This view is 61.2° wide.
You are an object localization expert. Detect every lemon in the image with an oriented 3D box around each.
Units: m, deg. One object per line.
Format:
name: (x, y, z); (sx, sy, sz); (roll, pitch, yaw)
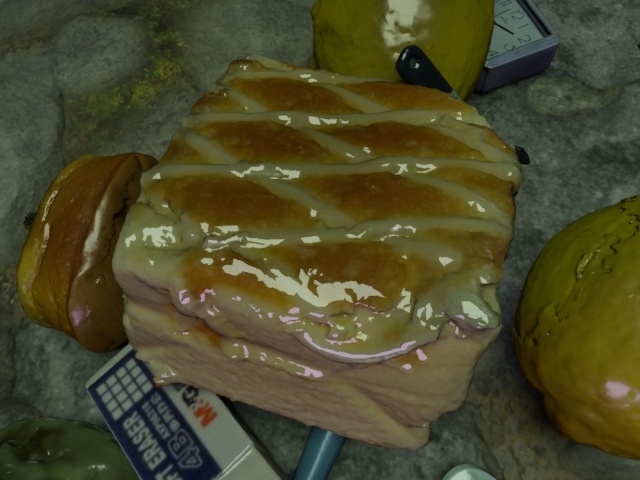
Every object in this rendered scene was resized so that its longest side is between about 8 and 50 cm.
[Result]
lemon: (0.118, -0.298, 0.799); (0.286, 0.285, 0.316); (2, 111, 3)
lemon: (0.371, 0.097, 0.620); (0.297, 0.297, 0.297); (-1, 68, 2)

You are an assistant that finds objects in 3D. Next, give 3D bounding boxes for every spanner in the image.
spanner: (0.203, -0.156, 0.737); (0.087, 0.316, 0.024); (-53, 37, 2)

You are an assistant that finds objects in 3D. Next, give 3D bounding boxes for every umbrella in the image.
umbrella: (-0.434, -0.019, 0.841); (0.083, 0.020, 0.031); (38, 75, 10)

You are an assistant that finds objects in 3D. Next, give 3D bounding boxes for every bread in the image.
bread: (-0.282, 0.011, 0.730); (0.143, 0.195, 0.269); (12, 73, 14)
bread: (0.000, 0.000, 0.634); (0.390, 0.279, 0.371); (15, 48, 11)

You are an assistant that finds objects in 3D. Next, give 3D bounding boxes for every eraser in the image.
eraser: (-0.164, 0.237, 0.657); (0.124, 0.081, 0.279); (-42, 57, -13)

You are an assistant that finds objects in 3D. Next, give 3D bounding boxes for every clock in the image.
clock: (0.290, -0.358, 0.917); (0.145, 0.073, 0.193); (-22, 68, -6)

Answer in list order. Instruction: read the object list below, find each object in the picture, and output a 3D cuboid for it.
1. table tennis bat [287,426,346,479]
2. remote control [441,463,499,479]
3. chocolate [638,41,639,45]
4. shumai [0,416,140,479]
table tennis bat: (-0.052, 0.363, 0.631); (0.215, 0.044, 0.329); (20, 76, 26)
remote control: (0.235, 0.381, 0.636); (0.097, 0.045, 0.256); (-35, 74, -10)
chocolate: (0.661, -0.280, 0.864); (0.161, 0.083, 0.261); (-27, 70, -6)
shumai: (-0.361, 0.361, 0.522); (0.324, 0.323, 0.397); (25, 69, 14)
